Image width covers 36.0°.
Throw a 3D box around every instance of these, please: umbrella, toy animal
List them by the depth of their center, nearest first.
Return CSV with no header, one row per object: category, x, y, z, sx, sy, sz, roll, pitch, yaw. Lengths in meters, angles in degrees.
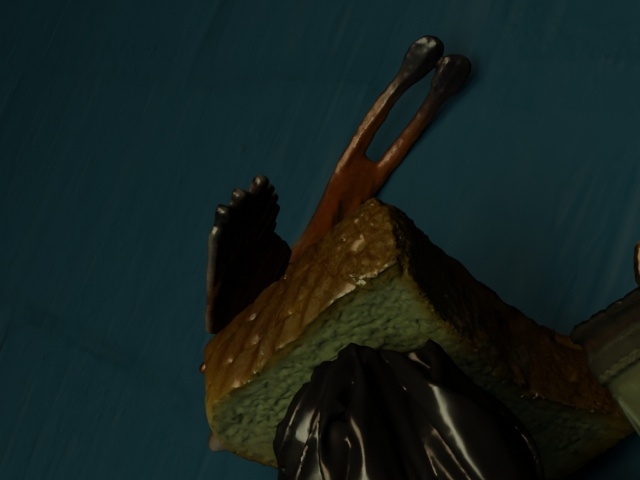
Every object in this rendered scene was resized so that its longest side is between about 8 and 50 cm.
umbrella,0.124,0.171,0.457,0.340,0.118,0.118,37,100,17
toy animal,-0.013,0.013,0.792,0.302,0.225,0.284,-41,23,43

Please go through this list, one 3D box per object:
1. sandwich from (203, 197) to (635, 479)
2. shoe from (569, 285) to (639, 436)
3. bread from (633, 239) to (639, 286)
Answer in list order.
sandwich,0.054,0.088,0.588,0.186,0.215,0.065,-40,30,27
shoe,0.242,0.042,0.437,0.149,0.109,0.293,61,148,13
bread,0.269,-0.001,0.526,0.214,0.053,0.073,-16,66,48
